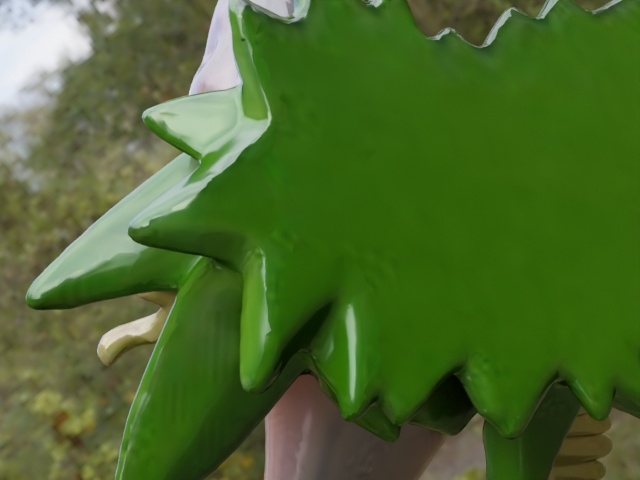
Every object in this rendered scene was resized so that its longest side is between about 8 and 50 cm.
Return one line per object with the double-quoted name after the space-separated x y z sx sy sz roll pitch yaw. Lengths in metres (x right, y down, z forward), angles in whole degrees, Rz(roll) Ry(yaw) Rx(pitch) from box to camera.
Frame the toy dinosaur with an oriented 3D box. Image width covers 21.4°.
-0.007 0.002 0.430 0.152 0.194 0.177 -8 -10 -18 "toy dinosaur"
